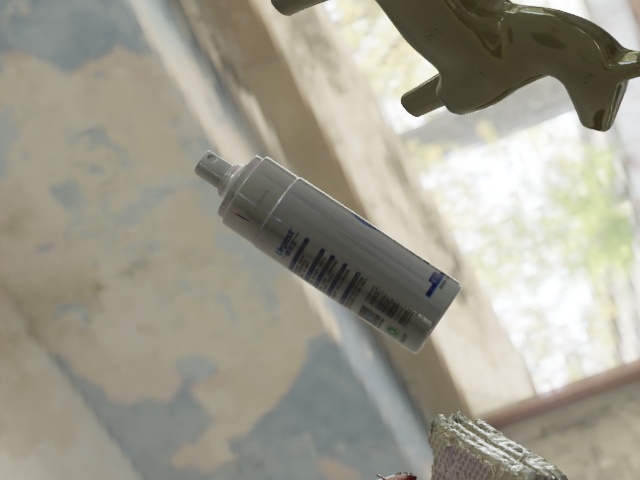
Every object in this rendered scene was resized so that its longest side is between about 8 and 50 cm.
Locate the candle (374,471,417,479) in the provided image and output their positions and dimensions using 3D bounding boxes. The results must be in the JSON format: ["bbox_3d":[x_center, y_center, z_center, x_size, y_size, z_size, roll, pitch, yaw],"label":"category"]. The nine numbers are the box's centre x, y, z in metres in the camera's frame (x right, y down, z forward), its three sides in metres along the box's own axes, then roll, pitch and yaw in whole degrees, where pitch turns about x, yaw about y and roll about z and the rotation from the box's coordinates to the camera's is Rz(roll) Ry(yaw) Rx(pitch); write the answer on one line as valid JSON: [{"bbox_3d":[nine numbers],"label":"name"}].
[{"bbox_3d":[0.043,0.184,1.076,0.052,0.052,0.130,-93,0,-48],"label":"candle"}]

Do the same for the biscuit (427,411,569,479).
[{"bbox_3d":[0.151,0.223,1.597,0.239,0.062,0.108,-157,69,-73],"label":"biscuit"}]

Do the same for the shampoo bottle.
[{"bbox_3d":[0.000,0.000,1.949,0.303,0.092,0.092,34,-166,6],"label":"shampoo bottle"}]

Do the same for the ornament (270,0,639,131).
[{"bbox_3d":[0.111,-0.155,1.394,0.230,0.245,0.061,48,-126,-16],"label":"ornament"}]
